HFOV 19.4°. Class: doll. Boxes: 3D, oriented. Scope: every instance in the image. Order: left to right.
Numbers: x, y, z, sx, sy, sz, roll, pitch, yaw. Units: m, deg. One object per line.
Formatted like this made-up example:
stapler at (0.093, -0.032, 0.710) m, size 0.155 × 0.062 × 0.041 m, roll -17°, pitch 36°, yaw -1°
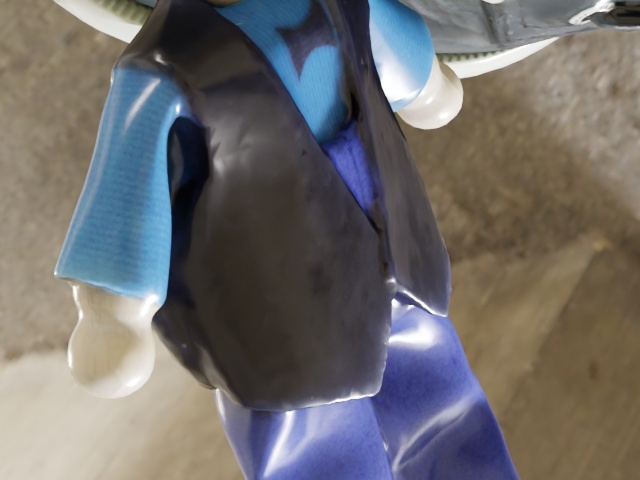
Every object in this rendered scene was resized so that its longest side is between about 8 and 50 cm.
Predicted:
doll at (0.000, 0.000, 0.357) m, size 0.046 × 0.129 × 0.189 m, roll -3°, pitch 119°, yaw 36°

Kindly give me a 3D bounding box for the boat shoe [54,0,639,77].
boat shoe at (0.091, -0.114, 0.471) m, size 0.340 × 0.127 × 0.113 m, roll 0°, pitch 165°, yaw -11°
